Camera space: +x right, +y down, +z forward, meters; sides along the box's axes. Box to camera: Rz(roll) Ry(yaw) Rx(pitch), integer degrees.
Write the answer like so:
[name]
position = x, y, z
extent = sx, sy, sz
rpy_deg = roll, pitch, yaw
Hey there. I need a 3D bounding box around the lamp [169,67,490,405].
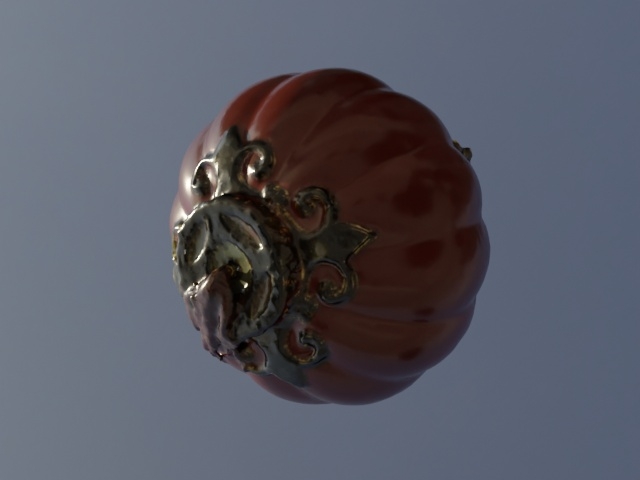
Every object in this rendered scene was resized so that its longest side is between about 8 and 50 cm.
[lamp]
position = 0.000, 0.000, 1.178
extent = 0.227, 0.227, 0.226
rpy_deg = 3, -108, -9
